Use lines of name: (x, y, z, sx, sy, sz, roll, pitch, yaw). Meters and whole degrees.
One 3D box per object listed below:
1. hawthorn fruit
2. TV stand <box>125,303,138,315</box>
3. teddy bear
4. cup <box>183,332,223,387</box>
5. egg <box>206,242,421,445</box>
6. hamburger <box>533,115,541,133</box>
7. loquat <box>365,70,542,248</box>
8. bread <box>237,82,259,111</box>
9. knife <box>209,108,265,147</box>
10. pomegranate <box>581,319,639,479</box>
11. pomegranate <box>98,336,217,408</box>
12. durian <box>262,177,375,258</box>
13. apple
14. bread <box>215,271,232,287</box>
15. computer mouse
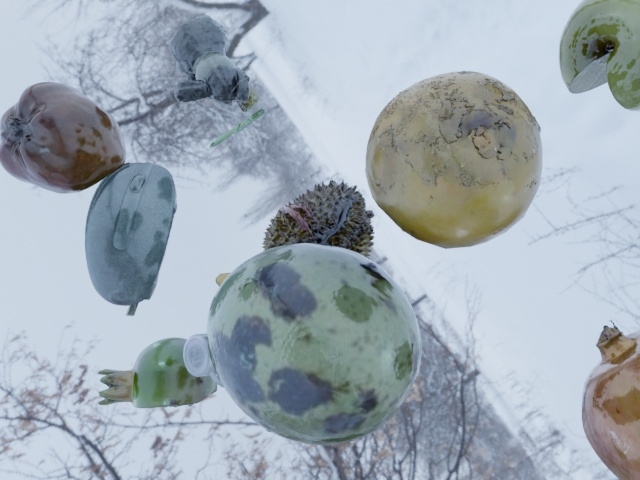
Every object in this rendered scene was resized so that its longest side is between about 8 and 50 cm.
hawthorn fruit: (-0.492, -0.191, 1.043, 0.208, 0.208, 0.248, 55, -166, 15)
TV stand: (-0.485, 0.090, 1.458, 0.042, 0.249, 0.036, 25, 157, -30)
teddy bear: (-0.272, -0.395, 1.250, 0.144, 0.171, 0.251, 101, 149, -70)
cup: (-0.232, 0.274, 1.244, 0.136, 0.099, 0.133, 26, -168, 37)
egg: (-0.024, 0.171, 0.953, 0.428, 0.345, 0.345, 22, 158, 45)
hamburger: (0.368, -0.221, 1.213, 0.236, 0.276, 0.276, 92, 153, -42)
loquat: (0.173, -0.104, 0.693, 0.235, 0.235, 0.235, 54, -178, -2)
bread: (-0.207, -0.398, 1.414, 0.066, 0.060, 0.110, 62, -177, 37)
knife: (-0.235, -0.311, 1.474, 0.014, 0.207, 0.030, 38, -147, -43)
pomegranate: (0.620, 0.281, 0.931, 0.338, 0.338, 0.338, 54, -178, -2)
pomegranate: (-0.502, 0.411, 1.648, 0.310, 0.359, 0.216, 154, 119, -65)
durian: (-0.002, -0.004, 1.675, 0.347, 0.384, 0.347, 156, 90, -86)
apple: (0.695, -0.432, 1.177, 0.292, 0.254, 0.292, 40, 139, 47)
bread: (-0.139, 0.187, 1.239, 0.183, 0.224, 0.211, 111, 163, -68)
computer mouse: (-0.466, -0.026, 1.302, 0.114, 0.203, 0.373, 93, -178, -82)
